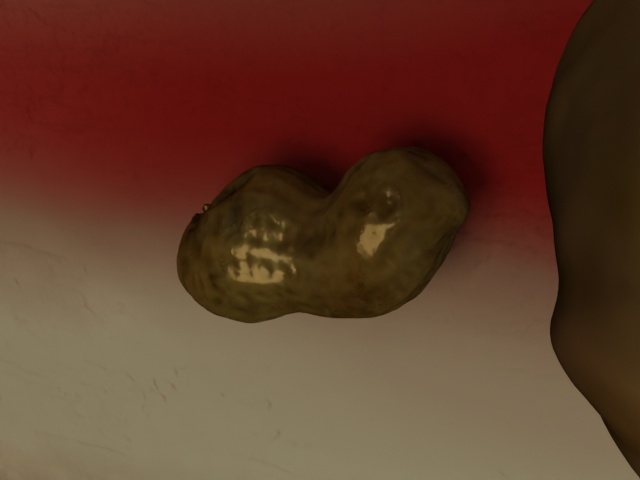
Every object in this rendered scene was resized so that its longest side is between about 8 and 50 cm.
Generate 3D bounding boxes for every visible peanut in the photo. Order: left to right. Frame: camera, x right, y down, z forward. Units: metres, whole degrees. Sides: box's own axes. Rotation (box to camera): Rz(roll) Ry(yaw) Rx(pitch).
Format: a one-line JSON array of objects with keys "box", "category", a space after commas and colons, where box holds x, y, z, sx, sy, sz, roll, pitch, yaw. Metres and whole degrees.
[{"box": [0.000, 0.000, 0.905, 0.229, 0.098, 0.103, -7, 139, 36], "category": "peanut"}]

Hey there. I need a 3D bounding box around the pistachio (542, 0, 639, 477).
[{"box": [0.287, 0.038, 0.591, 0.445, 0.281, 0.365, 40, 140, 15], "category": "pistachio"}]
